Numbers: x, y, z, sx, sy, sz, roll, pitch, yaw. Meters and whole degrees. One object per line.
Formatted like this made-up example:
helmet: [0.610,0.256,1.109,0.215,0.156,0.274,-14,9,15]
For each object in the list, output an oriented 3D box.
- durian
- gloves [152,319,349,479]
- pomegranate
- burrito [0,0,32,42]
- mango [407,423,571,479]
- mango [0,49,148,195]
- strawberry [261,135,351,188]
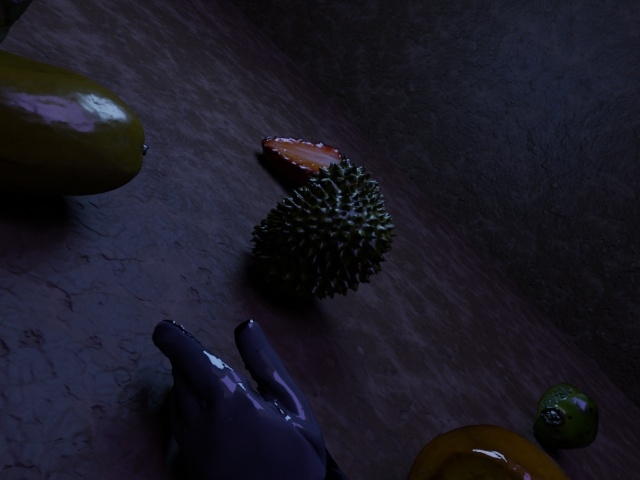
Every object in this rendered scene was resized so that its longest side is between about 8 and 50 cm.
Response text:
durian: [0.003,-0.001,0.750,0.200,0.237,0.176,49,21,-31]
gloves: [-0.058,0.183,0.439,0.285,0.142,0.119,45,-6,9]
pomegranate: [0.543,0.397,1.036,0.122,0.143,0.169,50,14,18]
burrito: [-0.398,-0.249,0.516,0.096,0.309,0.066,8,83,-43]
mango: [0.248,0.343,0.586,0.350,0.201,0.199,35,51,-40]
mango: [-0.356,-0.140,0.505,0.332,0.142,0.195,18,17,-29]
strawberry: [-0.043,-0.177,1.191,0.237,0.111,0.190,18,35,0]
